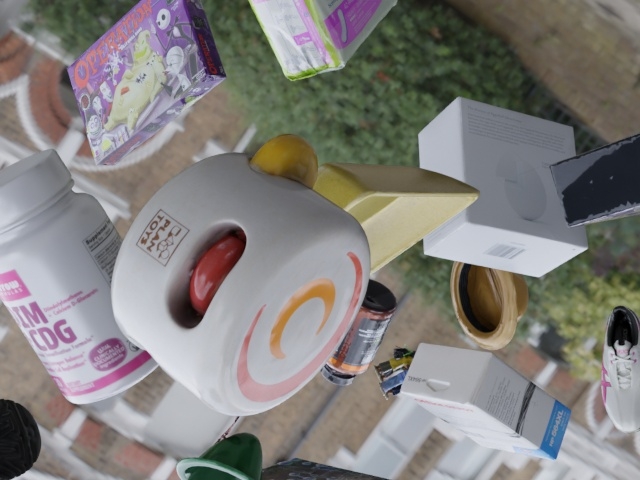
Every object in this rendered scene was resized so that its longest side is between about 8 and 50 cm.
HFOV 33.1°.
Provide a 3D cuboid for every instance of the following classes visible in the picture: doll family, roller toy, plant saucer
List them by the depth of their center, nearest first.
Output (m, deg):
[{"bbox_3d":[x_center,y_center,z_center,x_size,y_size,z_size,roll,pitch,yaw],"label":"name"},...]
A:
[{"bbox_3d":[-0.068,0.030,0.886,0.146,0.209,0.191,34,-134,29],"label":"roller toy"},{"bbox_3d":[0.000,0.000,1.369,0.333,0.333,0.081,-3,-120,-59],"label":"plant saucer"},{"bbox_3d":[0.175,0.275,2.265,0.193,0.111,0.076,-105,-8,-68],"label":"doll family"}]

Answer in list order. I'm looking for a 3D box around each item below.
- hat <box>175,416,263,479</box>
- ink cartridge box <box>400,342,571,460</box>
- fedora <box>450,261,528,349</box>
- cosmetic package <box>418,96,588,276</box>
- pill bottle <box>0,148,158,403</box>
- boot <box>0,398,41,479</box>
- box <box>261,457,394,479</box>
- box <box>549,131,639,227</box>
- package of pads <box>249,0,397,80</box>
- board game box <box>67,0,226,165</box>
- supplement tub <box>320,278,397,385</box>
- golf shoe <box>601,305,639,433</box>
[{"bbox_3d":[-0.137,0.353,1.916,0.173,0.183,0.208,37,144,-23],"label":"hat"},{"bbox_3d":[0.239,0.232,1.554,0.203,0.086,0.148,37,159,-34],"label":"ink cartridge box"},{"bbox_3d":[0.306,0.091,1.884,0.079,0.194,0.194,-8,-148,-31],"label":"fedora"},{"bbox_3d":[0.287,-0.082,1.722,0.224,0.224,0.138,12,153,-23],"label":"cosmetic package"},{"bbox_3d":[-0.309,0.043,1.309,0.283,0.160,0.160,62,179,-18],"label":"pill bottle"},{"bbox_3d":[-0.633,0.349,1.656,0.348,0.260,0.131,-9,-100,-56],"label":"boot"},{"bbox_3d":[-0.017,0.680,2.568,0.395,0.212,0.293,2,-174,42],"label":"box"},{"bbox_3d":[0.487,-0.097,1.537,0.261,0.184,0.103,-9,-101,-41],"label":"box"},{"bbox_3d":[-0.024,-0.383,1.397,0.296,0.101,0.229,64,-143,-25],"label":"package of pads"},{"bbox_3d":[-0.318,-0.299,1.920,0.056,0.347,0.208,2,-115,-47],"label":"board game box"},{"bbox_3d":[0.061,0.172,1.971,0.106,0.198,0.106,16,-148,-10],"label":"supplement tub"},{"bbox_3d":[0.434,0.184,1.552,0.086,0.067,0.186,48,-141,-51],"label":"golf shoe"}]
